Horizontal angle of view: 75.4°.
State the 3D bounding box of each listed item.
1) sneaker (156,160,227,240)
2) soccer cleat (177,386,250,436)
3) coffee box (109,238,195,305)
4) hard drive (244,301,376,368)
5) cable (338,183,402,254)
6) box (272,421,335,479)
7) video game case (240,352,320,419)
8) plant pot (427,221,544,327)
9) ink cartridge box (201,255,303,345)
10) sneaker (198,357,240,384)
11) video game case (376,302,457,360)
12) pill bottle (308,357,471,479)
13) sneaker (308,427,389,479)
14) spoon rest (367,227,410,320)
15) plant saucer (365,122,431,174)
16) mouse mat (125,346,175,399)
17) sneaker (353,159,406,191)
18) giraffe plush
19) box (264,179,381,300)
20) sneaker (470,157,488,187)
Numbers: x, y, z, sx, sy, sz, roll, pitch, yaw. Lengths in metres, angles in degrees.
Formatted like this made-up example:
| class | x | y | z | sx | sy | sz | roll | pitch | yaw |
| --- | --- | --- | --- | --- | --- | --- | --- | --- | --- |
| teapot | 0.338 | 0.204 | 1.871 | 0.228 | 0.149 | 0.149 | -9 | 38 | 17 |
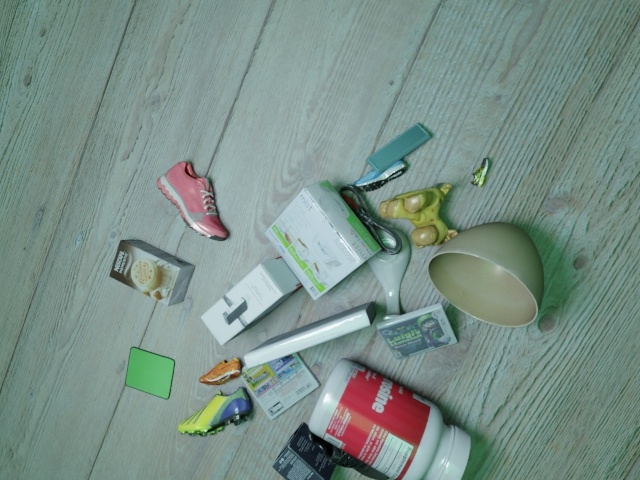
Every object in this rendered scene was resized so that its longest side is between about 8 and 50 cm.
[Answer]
| class | x | y | z | sx | sy | sz | roll | pitch | yaw |
| --- | --- | --- | --- | --- | --- | --- | --- | --- | --- |
| sneaker | -0.400 | -0.134 | 1.354 | 0.136 | 0.116 | 0.314 | -44 | 81 | 10 |
| soccer cleat | -0.358 | 0.578 | 1.395 | 0.289 | 0.093 | 0.121 | -25 | 55 | 18 |
| coffee box | -0.575 | 0.106 | 1.416 | 0.246 | 0.098 | 0.141 | 22 | 97 | 13 |
| hard drive | -0.017 | 0.266 | 1.192 | 0.353 | 0.233 | 0.047 | -22 | 84 | 10 |
| cable | 0.129 | -0.065 | 1.236 | 0.287 | 0.072 | 0.139 | 29 | 85 | 16 |
| box | -0.041 | 0.672 | 1.265 | 0.158 | 0.156 | 0.093 | 38 | 101 | 10 |
| video game case | -0.139 | 0.449 | 1.352 | 0.212 | 0.023 | 0.193 | -40 | 82 | 13 |
| plant pot | 0.453 | 0.063 | 1.083 | 0.284 | 0.284 | 0.191 | 35 | 65 | 11 |
| ink cartridge box | -0.195 | 0.175 | 1.252 | 0.273 | 0.197 | 0.114 | -40 | 82 | 21 |
| sneaker | -0.335 | 0.443 | 1.393 | 0.175 | 0.064 | 0.067 | -24 | 50 | 20 |
| video game case | 0.278 | 0.266 | 1.185 | 0.190 | 0.022 | 0.173 | -21 | 126 | 15 |
| pill bottle | 0.191 | 0.522 | 1.162 | 0.407 | 0.229 | 0.229 | 25 | 98 | 12 |
| sneaker | 0.080 | 0.639 | 1.247 | 0.286 | 0.130 | 0.109 | 27 | 96 | 11 |
| spoon rest | 0.203 | 0.097 | 1.233 | 0.137 | 0.084 | 0.277 | -5 | 77 | 14 |
| plant saucer | 0.226 | -0.271 | 1.205 | 0.192 | 0.018 | 0.067 | -35 | 65 | -1 |
| mouse mat | -0.613 | 0.475 | 1.486 | 0.189 | 0.007 | 0.153 | 12 | 95 | 13 |
| sneaker | 0.172 | -0.203 | 1.239 | 0.162 | 0.063 | 0.073 | -26 | 70 | 8 |
| giraffe plush | 0.291 | -0.056 | 1.171 | 0.210 | 0.181 | 0.171 | -20 | 98 | -20 |
| box | 0.000 | 0.000 | 1.202 | 0.262 | 0.126 | 0.231 | 52 | 129 | 8 |
| sneaker | 0.450 | -0.194 | 1.172 | 0.035 | 0.031 | 0.083 | 15 | 96 | 14 |
